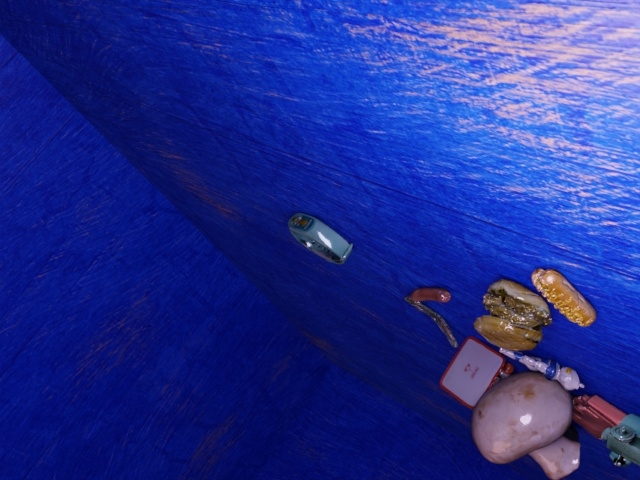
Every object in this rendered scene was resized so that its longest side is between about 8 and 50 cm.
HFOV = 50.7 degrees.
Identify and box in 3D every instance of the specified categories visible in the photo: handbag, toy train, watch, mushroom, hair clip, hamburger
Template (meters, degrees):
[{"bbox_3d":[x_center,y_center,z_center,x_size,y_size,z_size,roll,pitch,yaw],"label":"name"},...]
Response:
[{"bbox_3d":[0.763,0.490,1.869,0.157,0.059,0.212,34,166,6],"label":"handbag"},{"bbox_3d":[0.821,0.510,1.642,0.248,0.159,0.101,26,131,54],"label":"toy train"},{"bbox_3d":[0.000,0.000,2.063,0.195,0.068,0.237,44,164,-32],"label":"watch"},{"bbox_3d":[0.568,0.514,1.833,0.290,0.297,0.297,56,167,6],"label":"mushroom"},{"bbox_3d":[0.349,0.244,2.089,0.229,0.036,0.066,44,160,-6],"label":"hair clip"},{"bbox_3d":[0.436,0.168,1.497,0.185,0.131,0.159,37,158,-30],"label":"hamburger"}]

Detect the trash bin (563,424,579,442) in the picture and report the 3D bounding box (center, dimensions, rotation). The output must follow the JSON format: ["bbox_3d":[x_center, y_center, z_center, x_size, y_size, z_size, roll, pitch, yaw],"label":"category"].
[{"bbox_3d":[0.732,0.619,2.176,0.161,0.176,0.175,29,168,-19],"label":"trash bin"}]

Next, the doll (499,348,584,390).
[{"bbox_3d":[0.592,0.332,1.781,0.227,0.057,0.114,28,-179,38],"label":"doll"}]

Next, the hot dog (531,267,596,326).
[{"bbox_3d":[0.488,0.115,1.354,0.165,0.045,0.071,42,162,-19],"label":"hot dog"}]

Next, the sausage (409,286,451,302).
[{"bbox_3d":[0.307,0.152,1.885,0.043,0.043,0.186,40,164,-14],"label":"sausage"}]

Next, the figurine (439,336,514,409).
[{"bbox_3d":[0.517,0.434,2.079,0.226,0.184,0.160,32,180,-42],"label":"figurine"}]
